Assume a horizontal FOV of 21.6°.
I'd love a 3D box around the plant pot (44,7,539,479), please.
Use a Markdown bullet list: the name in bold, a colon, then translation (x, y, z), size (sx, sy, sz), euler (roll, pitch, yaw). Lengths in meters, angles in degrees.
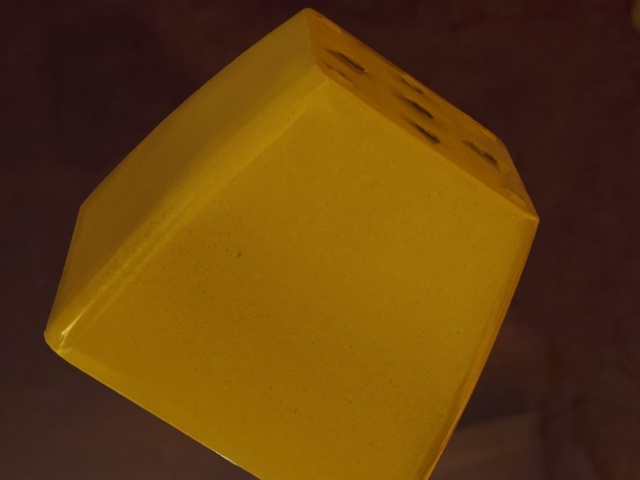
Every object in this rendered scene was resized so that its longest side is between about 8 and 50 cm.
- **plant pot**: translation (0.000, 0.000, 0.916), size (0.187, 0.212, 0.212), euler (-52, 14, 16)
